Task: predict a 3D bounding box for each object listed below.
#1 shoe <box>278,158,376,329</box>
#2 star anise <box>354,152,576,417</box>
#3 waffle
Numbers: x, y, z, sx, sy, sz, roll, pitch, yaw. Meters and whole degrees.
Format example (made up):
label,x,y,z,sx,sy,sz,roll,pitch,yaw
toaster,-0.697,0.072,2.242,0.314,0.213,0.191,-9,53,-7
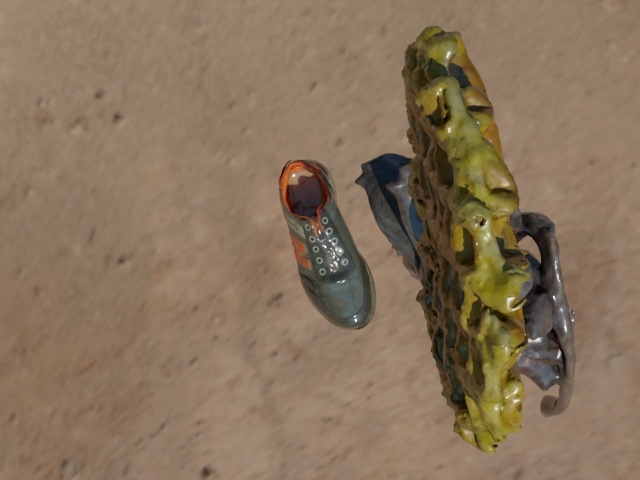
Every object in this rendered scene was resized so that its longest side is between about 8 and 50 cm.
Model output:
label,x,y,z,sx,sy,sz,roll,pitch,yaw
shoe,0.000,0.002,1.643,0.074,0.077,0.194,-20,77,5
star anise,0.170,0.024,1.642,0.139,0.359,0.316,-35,71,-10
waffle,0.111,-0.001,1.227,0.068,0.302,0.325,-7,61,-1
